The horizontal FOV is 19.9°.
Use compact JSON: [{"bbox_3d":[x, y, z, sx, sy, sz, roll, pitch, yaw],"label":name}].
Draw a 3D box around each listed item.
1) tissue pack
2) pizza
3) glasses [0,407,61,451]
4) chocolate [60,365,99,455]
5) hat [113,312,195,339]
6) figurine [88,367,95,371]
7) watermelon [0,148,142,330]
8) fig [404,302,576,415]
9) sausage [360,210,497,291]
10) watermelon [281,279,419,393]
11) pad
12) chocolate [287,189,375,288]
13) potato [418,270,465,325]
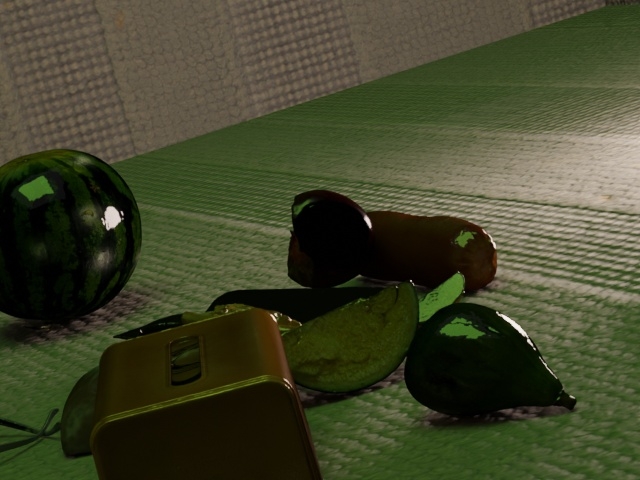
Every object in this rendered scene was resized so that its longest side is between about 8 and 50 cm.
[{"bbox_3d":[-0.108,0.175,1.719,0.194,0.145,0.274,-13,13,-3],"label":"tissue pack"},{"bbox_3d":[-0.076,0.092,2.017,0.160,0.035,0.099,9,6,38],"label":"pizza"},{"bbox_3d":[-0.341,0.219,2.054,0.104,0.062,0.140,7,10,-9],"label":"glasses"},{"bbox_3d":[-0.162,0.156,2.002,0.254,0.080,0.157,-11,12,12],"label":"chocolate"},{"bbox_3d":[-0.193,0.127,2.239,0.121,0.050,0.121,-4,14,1],"label":"hat"},{"bbox_3d":[-0.243,0.169,2.135,0.083,0.047,0.050,-14,22,24],"label":"figurine"},{"bbox_3d":[-0.383,-0.005,2.600,0.269,0.269,0.269,-14,12,3],"label":"watermelon"},{"bbox_3d":[0.168,0.120,1.763,0.177,0.117,0.117,11,26,40],"label":"fig"},{"bbox_3d":[0.119,0.012,2.321,0.083,0.089,0.300,-28,17,-28],"label":"sausage"},{"bbox_3d":[0.028,0.116,1.964,0.182,0.092,0.075,-25,0,-11],"label":"watermelon"},{"bbox_3d":[-0.007,0.082,2.214,0.250,0.055,0.323,-2,14,29],"label":"pad"},{"bbox_3d":[0.000,0.000,2.323,0.124,0.127,0.133,-59,14,-8],"label":"chocolate"},{"bbox_3d":[0.137,0.080,2.133,0.093,0.036,0.037,-35,53,-10],"label":"potato"}]
